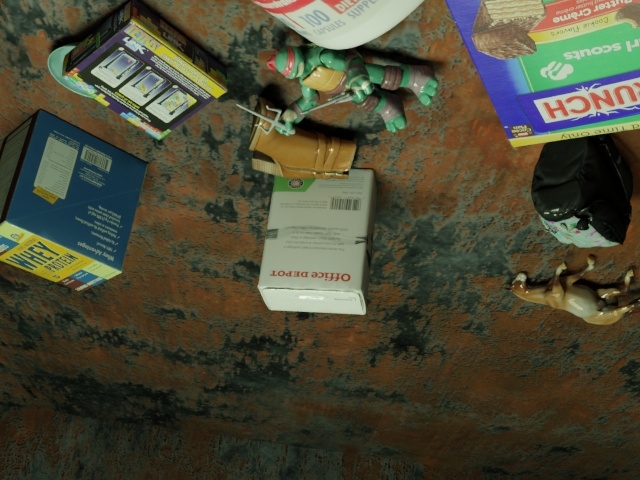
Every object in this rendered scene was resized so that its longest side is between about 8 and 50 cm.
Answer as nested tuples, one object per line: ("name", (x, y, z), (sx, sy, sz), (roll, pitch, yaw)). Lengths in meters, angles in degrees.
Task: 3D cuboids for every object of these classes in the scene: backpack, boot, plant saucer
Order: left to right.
("plant saucer", (-0.317, -0.240, 1.289), (0.119, 0.021, 0.119), (5, 153, 3))
("boot", (-0.023, -0.144, 1.349), (0.152, 0.073, 0.197), (8, 165, 1))
("backpack", (0.379, -0.063, 1.343), (0.115, 0.152, 0.182), (5, 161, 41))

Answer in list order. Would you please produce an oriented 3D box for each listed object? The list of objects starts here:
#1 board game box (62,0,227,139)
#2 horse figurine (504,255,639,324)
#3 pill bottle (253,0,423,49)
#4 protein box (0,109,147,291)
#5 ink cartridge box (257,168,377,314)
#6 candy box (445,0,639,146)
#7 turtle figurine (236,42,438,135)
("board game box", (-0.232, -0.224, 1.238), (0.141, 0.048, 0.170), (-30, 137, 28))
("horse figurine", (0.489, 0.096, 1.682), (0.263, 0.066, 0.174), (15, 146, -9))
("pill bottle", (-0.078, -0.356, 0.782), (0.407, 0.229, 0.229), (28, 146, -34))
("protein box", (-0.409, -0.057, 1.466), (0.199, 0.201, 0.136), (27, 147, -33))
("ink cartridge box", (0.000, 0.000, 1.452), (0.160, 0.220, 0.093), (2, 152, 10))
("candy box", (0.296, -0.247, 1.008), (0.268, 0.122, 0.317), (-8, 150, 24))
("turtle figurine", (0.022, -0.199, 1.182), (0.234, 0.118, 0.175), (4, 172, -28))
